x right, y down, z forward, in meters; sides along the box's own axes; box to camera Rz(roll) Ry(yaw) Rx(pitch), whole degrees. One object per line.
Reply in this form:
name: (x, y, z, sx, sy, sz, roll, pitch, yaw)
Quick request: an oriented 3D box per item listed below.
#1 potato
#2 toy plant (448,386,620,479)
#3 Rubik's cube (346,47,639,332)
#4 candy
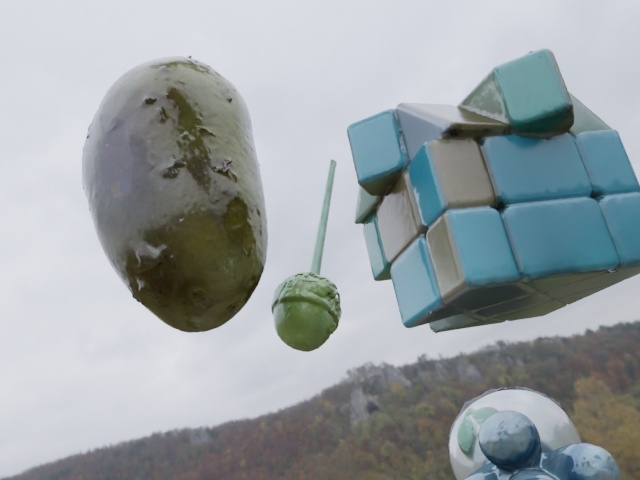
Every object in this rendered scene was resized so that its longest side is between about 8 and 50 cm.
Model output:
potato: (-0.157, -0.051, 0.625, 0.210, 0.308, 0.173, -28, -25, 20)
toy plant: (0.313, 0.367, 0.876, 0.247, 0.247, 0.332, -25, -6, 10)
Rubik's cube: (0.159, -0.044, 0.521, 0.265, 0.213, 0.224, -5, -21, -16)
candy: (0.000, 0.000, 0.795, 0.093, 0.336, 0.092, 33, -46, -22)
